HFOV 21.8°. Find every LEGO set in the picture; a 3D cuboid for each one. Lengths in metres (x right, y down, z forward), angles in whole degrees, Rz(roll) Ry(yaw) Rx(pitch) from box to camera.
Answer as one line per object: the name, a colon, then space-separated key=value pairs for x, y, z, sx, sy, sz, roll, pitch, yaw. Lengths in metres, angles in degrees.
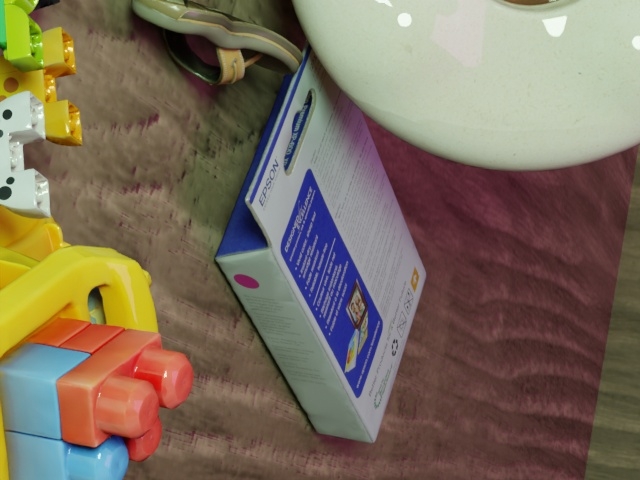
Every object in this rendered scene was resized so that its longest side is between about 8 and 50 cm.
LEGO set: x=-0.176 y=-0.107 z=0.816 sx=0.087 sy=0.093 sz=0.227 roll=51 pitch=31 yaw=-72

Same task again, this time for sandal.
sandal: x=-0.074 y=-0.129 z=1.102 sx=0.180 sy=0.072 sz=0.049 roll=7 pitch=105 yaw=-66

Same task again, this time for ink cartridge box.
ink cartridge box: x=0.000 y=0.000 z=1.319 sx=0.371 sy=0.069 sz=0.176 roll=67 pitch=36 yaw=-54

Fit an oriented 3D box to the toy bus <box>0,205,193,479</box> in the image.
toy bus: x=-0.148 y=0.055 z=0.783 sx=0.220 sy=0.211 sz=0.149 roll=-43 pitch=134 yaw=-60

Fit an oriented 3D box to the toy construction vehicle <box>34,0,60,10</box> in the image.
toy construction vehicle: x=-0.166 y=-0.171 z=0.912 sx=0.098 sy=0.035 sz=0.086 roll=-38 pitch=124 yaw=-58

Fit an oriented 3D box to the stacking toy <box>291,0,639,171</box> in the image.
stacking toy: x=0.133 y=-0.278 z=1.317 sx=0.480 sy=0.350 sz=0.351 roll=-103 pitch=-169 yaw=-71
